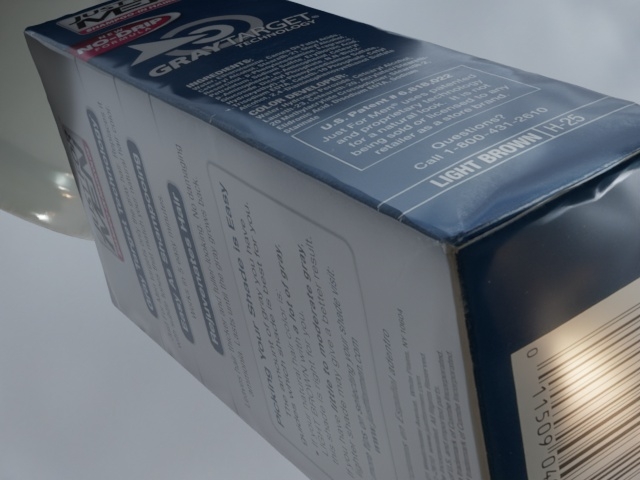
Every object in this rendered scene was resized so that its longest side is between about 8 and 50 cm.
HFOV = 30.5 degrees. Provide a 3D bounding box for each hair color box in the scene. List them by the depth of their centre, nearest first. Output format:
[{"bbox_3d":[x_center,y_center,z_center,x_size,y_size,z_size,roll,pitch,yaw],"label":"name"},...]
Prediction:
[{"bbox_3d":[0.000,0.000,0.511,0.105,0.347,0.174,-26,-59,-24],"label":"hair color box"}]

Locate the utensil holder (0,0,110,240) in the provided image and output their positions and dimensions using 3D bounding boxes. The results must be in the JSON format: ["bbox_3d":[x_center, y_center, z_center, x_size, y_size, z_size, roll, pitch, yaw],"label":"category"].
[{"bbox_3d":[-0.161,-0.248,0.830,0.327,0.327,0.385,36,-82,-1],"label":"utensil holder"}]
